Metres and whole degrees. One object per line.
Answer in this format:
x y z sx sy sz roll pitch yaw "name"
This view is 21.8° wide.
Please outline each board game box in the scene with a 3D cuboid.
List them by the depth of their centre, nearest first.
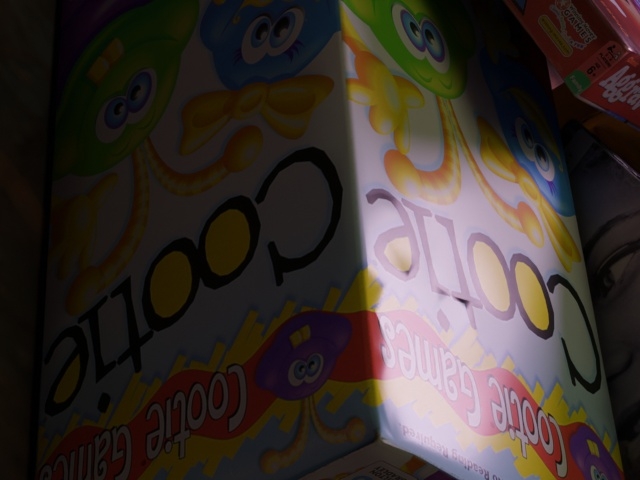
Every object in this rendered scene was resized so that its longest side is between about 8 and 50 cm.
0.000 0.000 0.593 0.144 0.142 0.275 33 40 -40 "board game box"
0.052 -0.157 0.648 0.281 0.027 0.145 57 21 20 "board game box"

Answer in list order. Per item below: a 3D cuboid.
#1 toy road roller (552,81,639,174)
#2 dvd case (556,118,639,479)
0.155 0.016 0.820 0.202 0.240 0.329 62 -8 0 "toy road roller"
0.095 0.073 0.575 0.018 0.164 0.221 26 16 -34 "dvd case"
